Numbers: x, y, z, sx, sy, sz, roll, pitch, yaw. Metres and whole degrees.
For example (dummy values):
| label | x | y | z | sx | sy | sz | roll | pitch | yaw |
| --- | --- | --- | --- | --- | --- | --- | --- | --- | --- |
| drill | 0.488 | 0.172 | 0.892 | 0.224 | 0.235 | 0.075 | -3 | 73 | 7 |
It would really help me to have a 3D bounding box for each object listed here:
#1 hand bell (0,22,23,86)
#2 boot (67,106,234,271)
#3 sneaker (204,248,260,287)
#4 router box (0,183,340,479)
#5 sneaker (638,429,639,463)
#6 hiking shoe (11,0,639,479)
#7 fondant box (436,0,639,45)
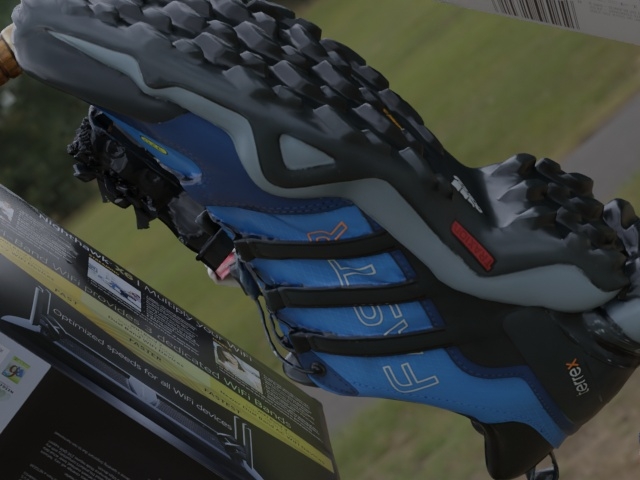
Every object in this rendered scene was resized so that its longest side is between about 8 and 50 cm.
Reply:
| label | x | y | z | sx | sy | sz | roll | pitch | yaw |
| --- | --- | --- | --- | --- | --- | --- | --- | --- | --- |
| hand bell | -0.181 | -0.097 | 1.052 | 0.242 | 0.126 | 0.126 | -32 | 6 | -3 |
| boot | -0.060 | -0.054 | 0.964 | 0.121 | 0.099 | 0.045 | -52 | 4 | -20 |
| sneaker | -0.079 | -0.014 | 1.393 | 0.051 | 0.134 | 0.070 | -40 | 26 | 32 |
| router box | -0.130 | 0.092 | 1.165 | 0.081 | 0.309 | 0.243 | -52 | 14 | 11 |
| sneaker | 0.377 | 0.213 | 1.795 | 0.075 | 0.161 | 0.057 | 85 | -162 | -46 |
| hiking shoe | 0.000 | 0.000 | 0.776 | 0.132 | 0.304 | 0.113 | -57 | 11 | 22 |
| fondant box | 0.215 | -0.301 | 1.274 | 0.096 | 0.238 | 0.330 | 51 | -124 | -69 |
